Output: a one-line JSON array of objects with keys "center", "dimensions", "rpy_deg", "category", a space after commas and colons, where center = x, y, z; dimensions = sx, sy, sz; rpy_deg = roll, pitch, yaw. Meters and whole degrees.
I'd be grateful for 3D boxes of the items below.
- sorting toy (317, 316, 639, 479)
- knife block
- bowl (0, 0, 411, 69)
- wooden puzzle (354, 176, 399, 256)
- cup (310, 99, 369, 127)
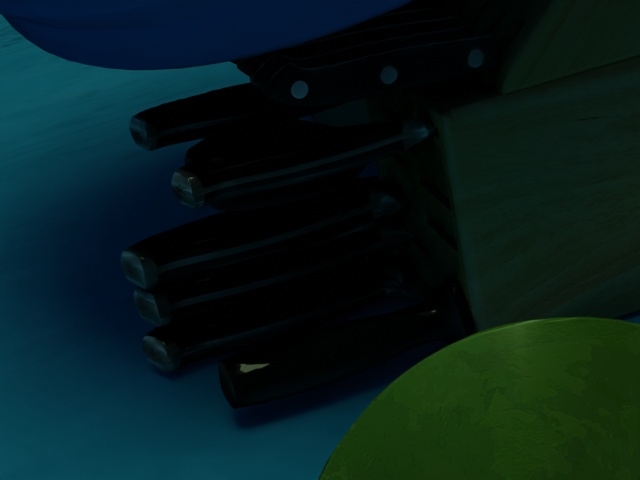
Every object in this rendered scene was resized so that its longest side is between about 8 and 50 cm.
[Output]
[{"center": [0.090, 0.080, 0.452], "dimensions": [0.365, 0.127, 0.126], "rpy_deg": [-9, -5, 9], "category": "sorting toy"}, {"center": [0.077, -0.011, 0.662], "dimensions": [0.276, 0.242, 0.088], "rpy_deg": [29, 10, -28], "category": "knife block"}, {"center": [0.009, -0.217, 0.667], "dimensions": [0.391, 0.077, 0.391], "rpy_deg": [-22, 40, 20], "category": "bowl"}, {"center": [0.000, 0.000, 0.728], "dimensions": [0.116, 0.014, 0.078], "rpy_deg": [-15, 29, -10], "category": "wooden puzzle"}, {"center": [0.132, -0.203, 0.850], "dimensions": [0.331, 0.237, 0.331], "rpy_deg": [-9, 24, 4], "category": "cup"}]
